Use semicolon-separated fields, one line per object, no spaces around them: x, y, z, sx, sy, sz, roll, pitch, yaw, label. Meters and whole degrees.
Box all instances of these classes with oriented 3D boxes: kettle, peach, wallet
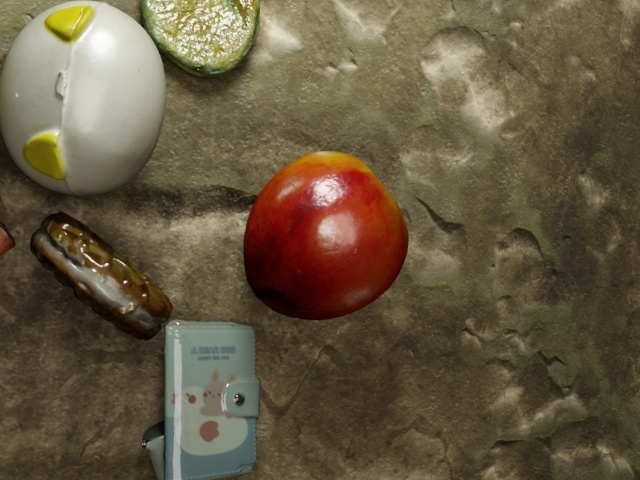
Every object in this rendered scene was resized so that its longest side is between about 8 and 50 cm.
-0.335;0.495;1.606;0.127;0.098;0.148;-20;100;-15;kettle
0.000;0.000;1.560;0.388;0.388;0.388;-3;97;-23;peach
-0.249;0.365;1.602;0.252;0.083;0.360;6;79;-39;wallet

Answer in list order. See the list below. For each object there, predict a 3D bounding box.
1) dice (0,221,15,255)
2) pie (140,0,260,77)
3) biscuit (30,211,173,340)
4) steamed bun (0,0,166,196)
-0.719;-0.016;1.343;0.174;0.175;0.179;-35;104;-16;dice
-0.268;-0.505;1.547;0.277;0.078;0.277;-1;92;-19;pie
-0.439;0.072;1.395;0.332;0.332;0.103;43;83;-21;biscuit
-0.458;-0.273;1.345;0.334;0.334;0.373;7;91;-24;steamed bun
